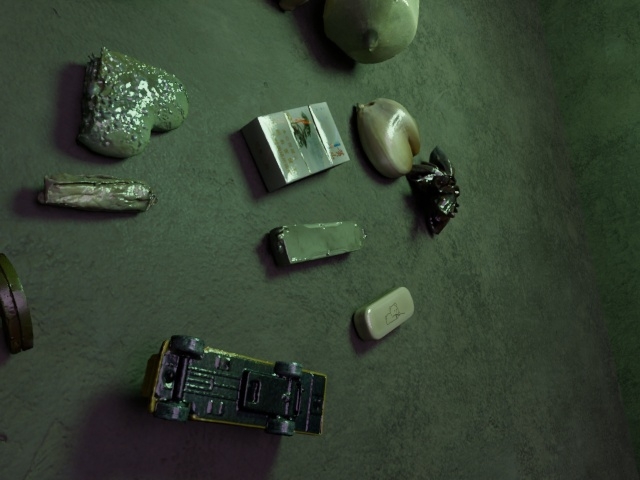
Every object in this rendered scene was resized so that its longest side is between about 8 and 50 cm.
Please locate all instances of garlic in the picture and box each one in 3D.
[{"bbox_3d":[0.193,-0.282,1.348,0.228,0.110,0.217,34,59,-34],"label":"garlic"}]

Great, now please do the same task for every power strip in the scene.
[{"bbox_3d":[0.002,-0.001,1.108,0.285,0.048,0.080,-9,87,-46],"label":"power strip"}]

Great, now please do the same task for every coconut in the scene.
[{"bbox_3d":[0.124,-0.579,1.274,0.245,0.244,0.247,39,45,-31],"label":"coconut"}]

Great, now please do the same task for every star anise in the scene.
[{"bbox_3d":[0.341,-0.153,1.450,0.212,0.129,0.283,54,38,-27],"label":"star anise"}]

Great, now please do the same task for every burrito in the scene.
[{"bbox_3d":[-0.339,-0.075,0.790,0.188,0.045,0.058,1,102,-47],"label":"burrito"}]

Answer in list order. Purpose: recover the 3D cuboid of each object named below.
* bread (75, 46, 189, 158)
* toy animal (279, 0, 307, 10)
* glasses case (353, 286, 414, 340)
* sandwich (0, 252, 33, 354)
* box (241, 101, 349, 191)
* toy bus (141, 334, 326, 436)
[{"bbox_3d":[-0.319,-0.242,0.847,0.173,0.064,0.232,59,44,-17],"label":"bread"},{"bbox_3d":[-0.050,-0.664,1.189,0.171,0.171,0.198,42,59,-28],"label":"toy animal"},{"bbox_3d":[0.155,0.173,1.207,0.196,0.050,0.083,-24,97,-47],"label":"glasses case"},{"bbox_3d":[-0.406,0.080,0.656,0.029,0.067,0.135,-18,90,-43],"label":"sandwich"},{"bbox_3d":[-0.047,-0.210,1.108,0.233,0.067,0.150,-29,99,-46],"label":"box"},{"bbox_3d":[-0.135,0.250,0.837,0.335,0.123,0.121,25,63,-38],"label":"toy bus"}]
